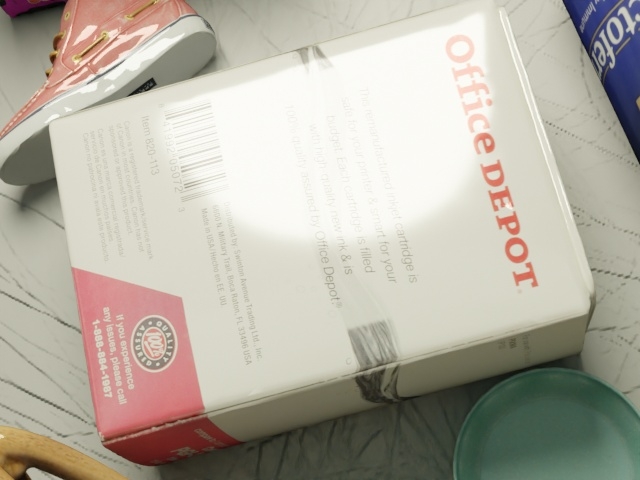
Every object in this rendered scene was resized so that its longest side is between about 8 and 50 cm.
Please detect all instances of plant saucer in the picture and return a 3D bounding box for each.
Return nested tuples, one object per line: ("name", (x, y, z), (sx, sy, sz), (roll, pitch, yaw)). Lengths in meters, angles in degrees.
("plant saucer", (0.139, 0.136, 0.688), (0.119, 0.021, 0.119), (-3, 71, 9))

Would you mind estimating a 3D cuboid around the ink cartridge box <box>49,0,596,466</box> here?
("ink cartridge box", (0.000, 0.000, 0.706), (0.283, 0.117, 0.207), (-15, 70, 5))

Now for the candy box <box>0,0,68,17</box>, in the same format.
("candy box", (-0.134, -0.242, 0.788), (0.233, 0.159, 0.071), (-12, 71, 5))

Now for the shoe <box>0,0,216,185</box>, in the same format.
("shoe", (-0.164, -0.116, 0.804), (0.178, 0.063, 0.081), (-37, 68, -10))

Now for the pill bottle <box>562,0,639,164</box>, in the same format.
("pill bottle", (0.244, -0.107, 0.682), (0.153, 0.153, 0.265), (-21, 69, 2))

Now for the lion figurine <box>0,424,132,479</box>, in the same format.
("lion figurine", (-0.242, 0.212, 0.622), (0.392, 0.142, 0.240), (-46, 101, -14))
